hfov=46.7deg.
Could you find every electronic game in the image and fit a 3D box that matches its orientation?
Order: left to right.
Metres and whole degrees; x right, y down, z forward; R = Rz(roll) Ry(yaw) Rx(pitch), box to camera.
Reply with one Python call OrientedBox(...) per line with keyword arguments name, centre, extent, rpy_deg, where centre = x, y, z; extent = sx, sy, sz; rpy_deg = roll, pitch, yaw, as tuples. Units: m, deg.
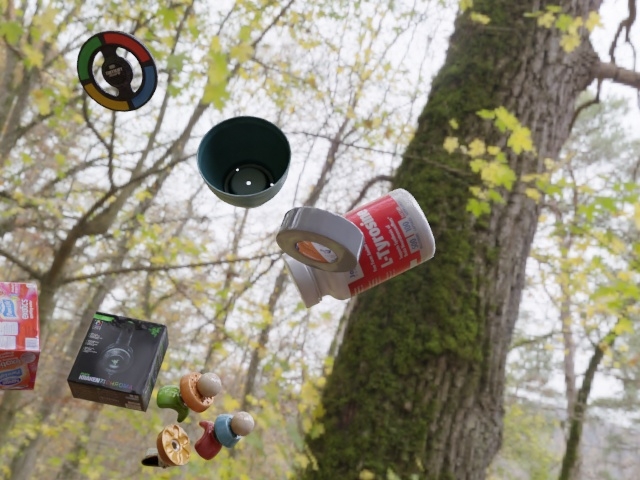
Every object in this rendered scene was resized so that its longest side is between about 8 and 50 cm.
OrientedBox(name="electronic game", centre=(-0.562, -0.466, 2.049), extent=(0.229, 0.048, 0.229), rpy_deg=(3, -61, 5))

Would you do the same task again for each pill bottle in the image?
OrientedBox(name="pill bottle", centre=(0.105, 0.031, 2.146), extent=(0.407, 0.229, 0.229), rpy_deg=(-26, -19, -6))

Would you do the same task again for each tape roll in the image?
OrientedBox(name="tape roll", centre=(0.000, 0.000, 1.888), extent=(0.219, 0.072, 0.219), rpy_deg=(17, -24, 8))

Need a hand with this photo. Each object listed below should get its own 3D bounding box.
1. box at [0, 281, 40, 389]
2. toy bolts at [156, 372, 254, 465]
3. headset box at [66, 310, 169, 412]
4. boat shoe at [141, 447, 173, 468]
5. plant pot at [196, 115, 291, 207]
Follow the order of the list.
OrientedBox(name="box", centre=(-0.720, 0.215, 1.700), extent=(0.128, 0.257, 0.123), rpy_deg=(6, -59, -27))
OrientedBox(name="toy bolts", centre=(-0.275, 0.455, 1.823), extent=(0.158, 0.218, 0.228), rpy_deg=(-28, -53, 21))
OrientedBox(name="headset box", centre=(-0.648, 0.384, 2.415), extent=(0.246, 0.283, 0.131), rpy_deg=(12, -38, 2))
OrientedBox(name="boat shoe", centre=(-0.392, 0.554, 1.866), extent=(0.135, 0.045, 0.050), rpy_deg=(-9, -66, 28))
OrientedBox(name="plant pot", centre=(-0.235, -0.220, 2.352), extent=(0.293, 0.293, 0.196), rpy_deg=(10, -26, 4))
